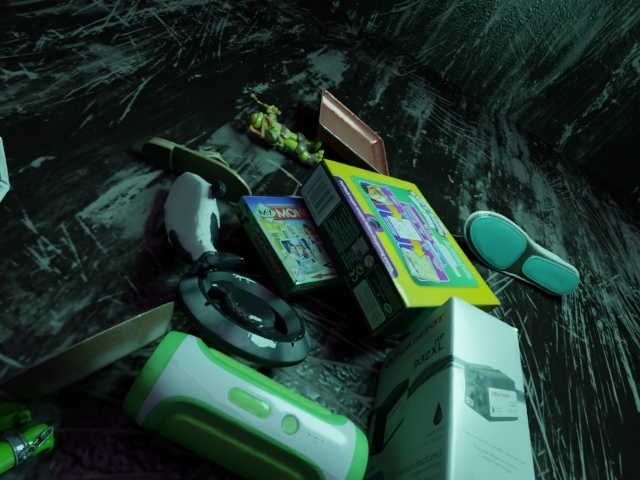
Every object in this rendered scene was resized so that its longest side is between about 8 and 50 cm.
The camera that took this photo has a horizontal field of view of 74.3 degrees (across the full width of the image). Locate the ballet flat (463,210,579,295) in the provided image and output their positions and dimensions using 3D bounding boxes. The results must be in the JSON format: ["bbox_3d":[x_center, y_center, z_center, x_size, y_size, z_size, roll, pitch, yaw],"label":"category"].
[{"bbox_3d":[0.555,0.031,1.213,0.400,0.139,0.139,29,40,-12],"label":"ballet flat"}]

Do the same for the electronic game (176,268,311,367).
[{"bbox_3d":[-0.115,0.115,0.662,0.229,0.048,0.229,30,12,-7],"label":"electronic game"}]

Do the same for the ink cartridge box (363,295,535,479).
[{"bbox_3d":[0.175,0.270,0.620,0.129,0.223,0.307,29,40,-4],"label":"ink cartridge box"}]

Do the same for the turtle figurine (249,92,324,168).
[{"bbox_3d":[-0.098,-0.264,1.081,0.217,0.087,0.269,26,24,-25],"label":"turtle figurine"}]

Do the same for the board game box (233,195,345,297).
[{"bbox_3d":[0.000,0.000,0.883,0.317,0.046,0.213,-5,54,-47],"label":"board game box"}]

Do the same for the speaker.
[{"bbox_3d":[-0.091,0.235,0.548,0.297,0.131,0.131,30,40,-5],"label":"speaker"}]

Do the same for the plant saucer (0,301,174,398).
[{"bbox_3d":[-0.262,0.134,0.504,0.199,0.199,0.036,-26,88,-46],"label":"plant saucer"}]

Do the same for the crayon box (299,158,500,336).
[{"bbox_3d":[0.162,0.012,0.888,0.313,0.106,0.363,7,45,-41],"label":"crayon box"}]

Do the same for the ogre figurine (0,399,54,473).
[{"bbox_3d":[-0.392,0.198,0.423,0.197,0.097,0.118,44,20,-11],"label":"ogre figurine"}]

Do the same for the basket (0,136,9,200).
[{"bbox_3d":[-0.530,-0.073,0.586,0.103,0.113,0.167,13,44,-17],"label":"basket"}]

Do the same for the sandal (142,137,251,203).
[{"bbox_3d":[-0.242,-0.165,0.887,0.240,0.088,0.079,24,46,-4],"label":"sandal"}]

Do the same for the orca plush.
[{"bbox_3d":[-0.197,-0.018,0.754,0.287,0.151,0.102,36,-13,45],"label":"orca plush"}]

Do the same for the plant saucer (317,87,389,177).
[{"bbox_3d":[0.085,-0.300,1.227,0.259,0.048,0.258,35,33,-23],"label":"plant saucer"}]
